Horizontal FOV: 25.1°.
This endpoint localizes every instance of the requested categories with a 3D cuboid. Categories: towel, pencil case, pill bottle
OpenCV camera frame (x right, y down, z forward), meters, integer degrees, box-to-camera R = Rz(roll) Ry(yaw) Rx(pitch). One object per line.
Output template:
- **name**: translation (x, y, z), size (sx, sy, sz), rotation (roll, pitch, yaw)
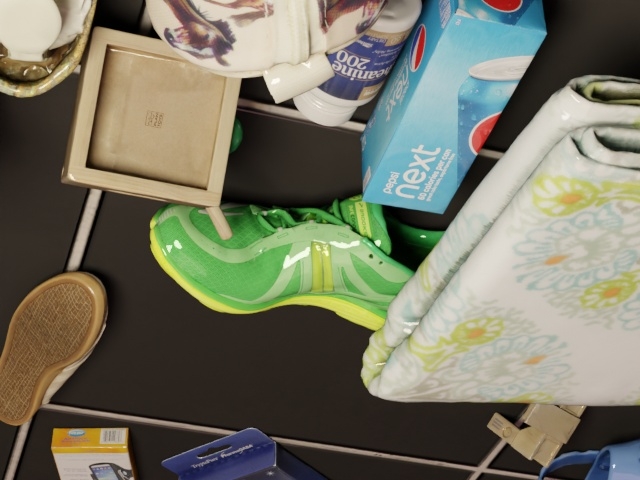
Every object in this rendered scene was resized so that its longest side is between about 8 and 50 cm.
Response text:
- **towel**: translation (0.243, 0.020, 1.130), size (0.320, 0.090, 0.374), rotation (6, 144, -21)
- **pencil case**: translation (-0.043, -0.267, 0.771), size (0.159, 0.184, 0.410), rotation (-8, 143, -2)
- **pill bottle**: translation (0.021, -0.139, 1.034), size (0.067, 0.067, 0.120), rotation (11, 141, -15)

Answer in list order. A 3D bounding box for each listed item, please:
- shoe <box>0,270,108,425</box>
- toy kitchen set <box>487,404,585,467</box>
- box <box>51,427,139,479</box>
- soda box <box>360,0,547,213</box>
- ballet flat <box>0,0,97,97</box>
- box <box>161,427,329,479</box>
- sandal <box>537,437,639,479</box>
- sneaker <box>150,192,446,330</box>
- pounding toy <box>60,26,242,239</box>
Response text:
- **shoe**: translation (-0.253, 0.092, 1.347), size (0.076, 0.058, 0.219), rotation (40, 129, -1)
- **toy kitchen set**: translation (0.214, 0.173, 1.474), size (0.068, 0.075, 0.083), rotation (30, 93, -38)
- **box**: translation (-0.243, 0.248, 1.565), size (0.081, 0.028, 0.136), rotation (0, 145, -1)
- **soda box**: translation (0.094, -0.112, 1.072), size (0.071, 0.067, 0.210), rotation (10, 142, -13)
- **ballet flat**: translation (-0.177, -0.222, 0.884), size (0.123, 0.123, 0.349), rotation (6, 142, -9)
- **box**: translation (-0.061, 0.288, 1.614), size (0.136, 0.037, 0.225), rotation (-24, 136, 27)
- **sandal**: translation (0.349, 0.255, 1.514), size (0.138, 0.126, 0.317), rotation (31, 131, -29)
- **sneaker**: translation (0.000, 0.000, 1.200), size (0.295, 0.109, 0.123), rotation (9, 133, -24)
- **pounding toy**: translation (-0.114, -0.075, 1.065), size (0.141, 0.130, 0.100), rotation (10, 178, -14)
